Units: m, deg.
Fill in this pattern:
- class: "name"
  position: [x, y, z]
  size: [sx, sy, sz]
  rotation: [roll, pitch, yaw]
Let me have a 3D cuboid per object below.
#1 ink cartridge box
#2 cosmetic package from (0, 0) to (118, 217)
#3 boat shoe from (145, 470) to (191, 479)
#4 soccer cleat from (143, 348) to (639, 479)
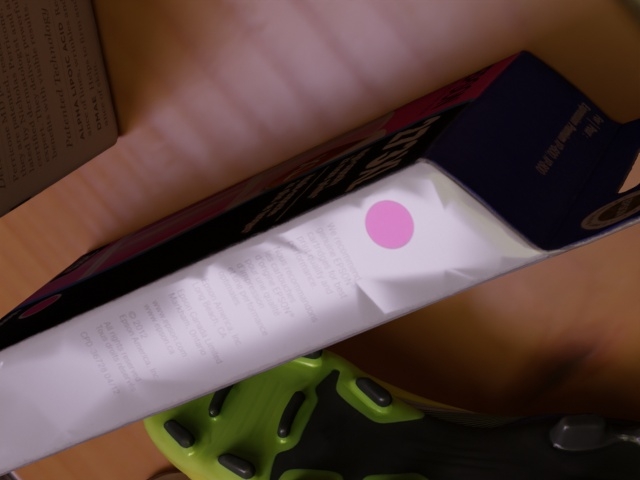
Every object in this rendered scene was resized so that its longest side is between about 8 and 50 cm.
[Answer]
- class: "ink cartridge box"
  position: [0.000, 0.000, 0.713]
  size: [0.371, 0.176, 0.069]
  rotation: [-21, 101, 27]
- class: "cosmetic package"
  position: [-0.215, -0.089, 0.755]
  size: [0.151, 0.184, 0.151]
  rotation: [-2, 110, 22]
- class: "boat shoe"
  position: [0.010, 0.201, 0.838]
  size: [0.285, 0.092, 0.103]
  rotation: [14, 115, 15]
- class: "soccer cleat"
  position: [0.050, 0.123, 0.780]
  size: [0.289, 0.093, 0.121]
  rotation: [10, 147, 9]
